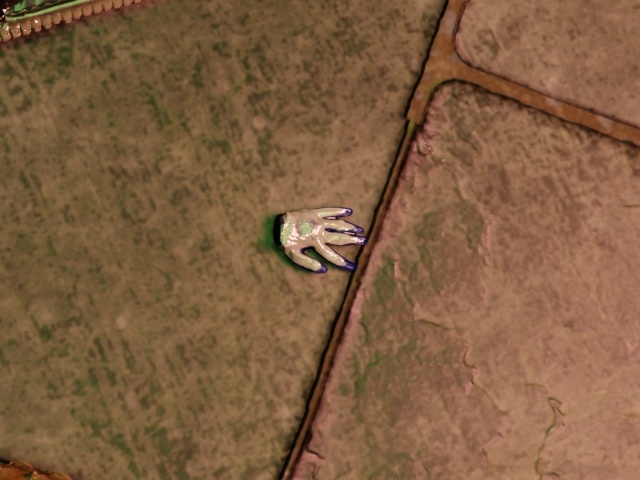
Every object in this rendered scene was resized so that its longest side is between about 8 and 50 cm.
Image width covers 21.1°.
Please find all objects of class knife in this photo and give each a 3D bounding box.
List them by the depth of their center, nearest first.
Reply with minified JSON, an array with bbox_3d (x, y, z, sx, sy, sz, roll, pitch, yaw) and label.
[{"bbox_3d":[-0.250,-0.238,1.599,0.365,0.043,0.089,-15,83,-8],"label":"knife"}]

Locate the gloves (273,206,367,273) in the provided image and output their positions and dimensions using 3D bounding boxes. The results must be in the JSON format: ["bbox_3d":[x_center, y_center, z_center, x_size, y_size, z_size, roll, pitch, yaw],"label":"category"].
[{"bbox_3d":[0.000,0.000,1.587,0.086,0.026,0.064,0,82,-9],"label":"gloves"}]

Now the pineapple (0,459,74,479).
[{"bbox_3d":[-0.309,0.241,1.473,0.279,0.158,0.157,23,79,13],"label":"pineapple"}]
